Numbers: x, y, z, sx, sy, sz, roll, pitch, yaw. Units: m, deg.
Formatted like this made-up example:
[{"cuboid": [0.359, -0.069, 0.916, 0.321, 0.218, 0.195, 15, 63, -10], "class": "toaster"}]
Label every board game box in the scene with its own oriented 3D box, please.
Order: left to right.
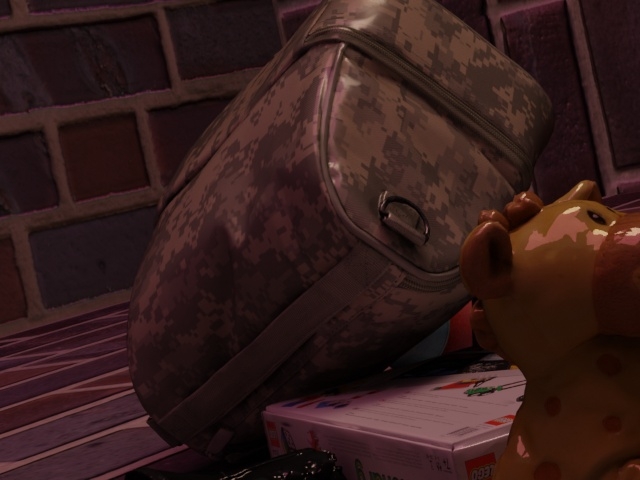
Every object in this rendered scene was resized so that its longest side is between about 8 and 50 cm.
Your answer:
[{"cuboid": [0.104, 0.111, 1.097, 0.193, 0.053, 0.305, -14, 4, -20], "class": "board game box"}]

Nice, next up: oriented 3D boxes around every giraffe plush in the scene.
[{"cuboid": [0.143, 0.055, 0.863, 0.210, 0.170, 0.181, -12, 3, 5], "class": "giraffe plush"}]

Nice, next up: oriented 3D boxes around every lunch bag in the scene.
[{"cuboid": [0.000, 0.000, 1.287, 0.305, 0.212, 0.256, -42, 14, 42], "class": "lunch bag"}]

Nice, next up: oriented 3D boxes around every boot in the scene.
[{"cuboid": [-0.050, 0.150, 1.074, 0.099, 0.045, 0.121, -17, 12, -33], "class": "boot"}]

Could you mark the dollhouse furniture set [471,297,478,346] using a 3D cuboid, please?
[{"cuboid": [0.259, 0.013, 1.298, 0.262, 0.135, 0.259, -8, 7, -10], "class": "dollhouse furniture set"}]

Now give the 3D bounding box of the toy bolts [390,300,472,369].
[{"cuboid": [0.040, 0.011, 1.592, 0.218, 0.228, 0.158, -18, -10, 32], "class": "toy bolts"}]
